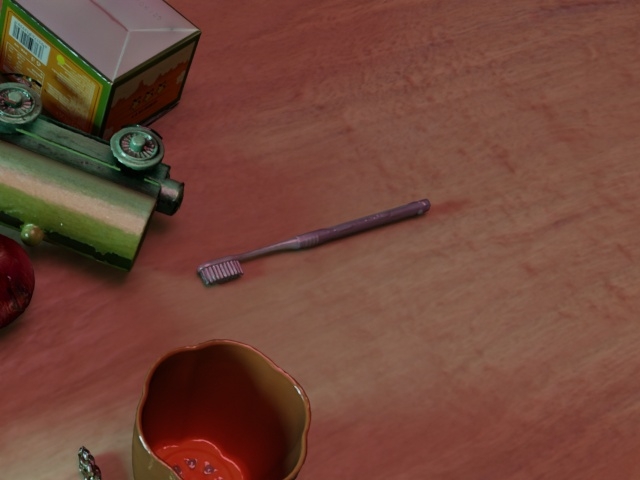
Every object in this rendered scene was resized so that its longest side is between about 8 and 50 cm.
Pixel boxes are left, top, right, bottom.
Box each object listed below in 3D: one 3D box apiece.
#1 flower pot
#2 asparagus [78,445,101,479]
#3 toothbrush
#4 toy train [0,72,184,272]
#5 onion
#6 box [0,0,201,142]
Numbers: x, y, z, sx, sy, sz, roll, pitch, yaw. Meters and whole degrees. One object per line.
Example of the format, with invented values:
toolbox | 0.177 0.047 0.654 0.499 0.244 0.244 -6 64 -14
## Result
flower pot | -0.119 0.226 1.413 0.191 0.173 0.190 9 53 -12
asparagus | -0.199 0.324 1.409 0.248 0.024 0.025 52 13 21
toothbrush | 0.000 0.000 1.721 0.354 0.024 0.029 -17 67 -28
toy train | -0.321 -0.081 1.595 0.307 0.126 0.189 21 40 -4
onion | -0.400 0.026 1.489 0.150 0.140 0.150 4 45 -4
box | -0.296 -0.248 1.728 0.195 0.148 0.177 39 48 12
